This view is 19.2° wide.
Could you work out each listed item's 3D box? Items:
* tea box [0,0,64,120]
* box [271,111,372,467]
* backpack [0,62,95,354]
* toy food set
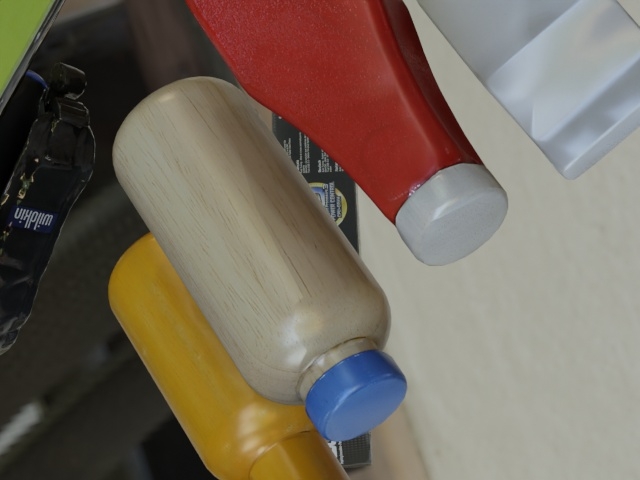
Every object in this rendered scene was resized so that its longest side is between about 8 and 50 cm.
[{"bbox_3d":[-0.279,-0.034,0.827,0.220,0.323,0.329,30,163,-12],"label":"tea box"},{"bbox_3d":[0.000,0.000,1.384,0.216,0.060,0.270,84,-177,-56],"label":"box"},{"bbox_3d":[-0.327,-0.010,1.343,0.213,0.276,0.263,33,125,42],"label":"backpack"},{"bbox_3d":[0.039,-0.030,0.460,0.104,0.232,0.111,55,-168,30],"label":"toy food set"}]
